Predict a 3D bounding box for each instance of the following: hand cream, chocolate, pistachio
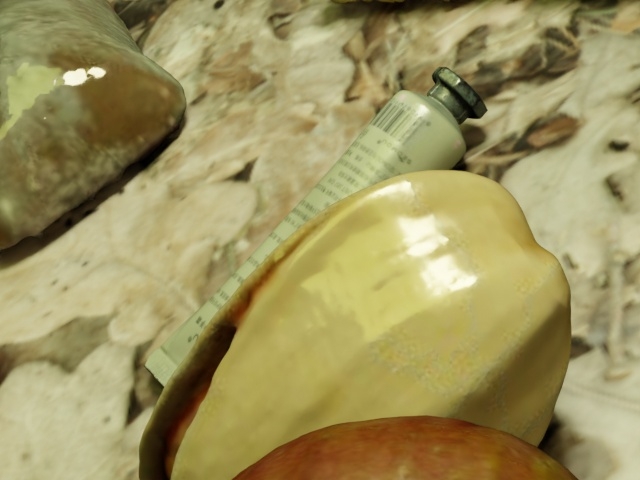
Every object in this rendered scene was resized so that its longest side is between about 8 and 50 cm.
[{"bbox_3d":[0.000,0.000,1.063,0.234,0.050,0.080,-46,37,-5],"label":"hand cream"},{"bbox_3d":[-0.221,-0.112,1.331,0.185,0.100,0.303,-42,33,-2],"label":"chocolate"},{"bbox_3d":[0.015,0.070,0.879,0.229,0.157,0.157,-44,34,11],"label":"pistachio"}]

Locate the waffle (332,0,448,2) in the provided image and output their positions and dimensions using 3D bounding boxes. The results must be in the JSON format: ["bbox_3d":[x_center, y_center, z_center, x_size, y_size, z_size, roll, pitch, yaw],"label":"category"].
[{"bbox_3d":[0.131,-0.228,1.186,0.309,0.065,0.283,-32,35,9],"label":"waffle"}]

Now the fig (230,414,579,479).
[{"bbox_3d":[0.033,0.156,0.745,0.205,0.205,0.205,-23,38,19],"label":"fig"}]
